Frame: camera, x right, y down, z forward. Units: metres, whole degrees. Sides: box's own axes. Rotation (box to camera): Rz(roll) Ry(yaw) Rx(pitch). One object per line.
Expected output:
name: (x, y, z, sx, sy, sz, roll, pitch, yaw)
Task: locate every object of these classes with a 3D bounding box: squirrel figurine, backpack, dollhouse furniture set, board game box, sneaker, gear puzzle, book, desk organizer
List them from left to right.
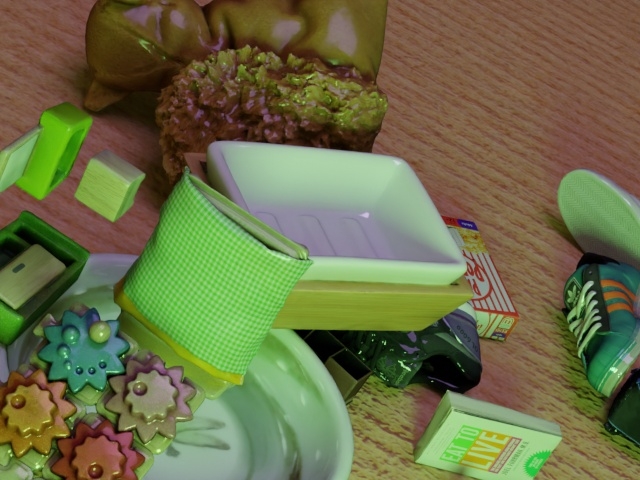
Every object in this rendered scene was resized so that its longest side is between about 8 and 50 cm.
gear puzzle: (-0.266, 0.211, 1.547, 0.175, 0.044, 0.339, 35, 67, 8)
dollhouse furniture set: (-0.192, 0.032, 1.666, 0.301, 0.197, 0.151, 33, 31, 7)
squirrel figurine: (-0.116, -0.218, 2.191, 0.370, 0.281, 0.397, 11, 34, -15)
desk organizer: (-0.007, 0.132, 1.959, 0.130, 0.050, 0.047, 41, 27, 13)
sneaker: (0.074, 0.108, 2.040, 0.283, 0.107, 0.124, 15, 42, -21)
board game box: (0.163, 0.042, 2.244, 0.146, 0.045, 0.193, 10, 38, -27)
book: (0.192, 0.233, 1.962, 0.144, 0.096, 0.035, 16, 35, -18)
sneaker: (0.371, 0.107, 2.268, 0.121, 0.108, 0.302, 30, 25, 2)
sneaker: (0.484, -0.008, 2.512, 0.292, 0.108, 0.169, 45, 33, 6)
backpack: (0.465, 0.210, 2.184, 0.158, 0.117, 0.173, 35, 31, 7)

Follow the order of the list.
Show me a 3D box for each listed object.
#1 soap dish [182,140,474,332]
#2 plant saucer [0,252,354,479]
soap dish: (0.000, 0.000, 1.920, 0.290, 0.118, 0.229, 2, 41, -30)
plant saucer: (-0.164, 0.180, 1.761, 0.400, 0.100, 0.400, 20, 34, -15)
